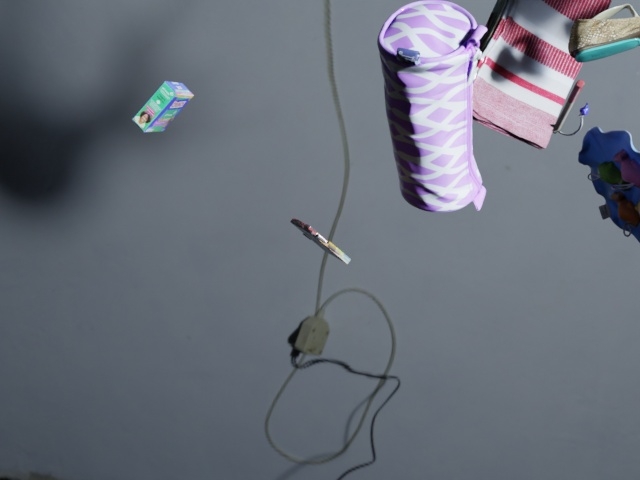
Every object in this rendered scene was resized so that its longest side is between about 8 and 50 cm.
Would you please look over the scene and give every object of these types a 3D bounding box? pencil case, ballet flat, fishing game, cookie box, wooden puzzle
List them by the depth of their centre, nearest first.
[{"bbox_3d":[0.104,-0.113,0.631,0.088,0.086,0.206,12,148,20],"label":"pencil case"},{"bbox_3d":[0.000,0.000,0.652,0.049,0.083,0.006,40,85,-29],"label":"wooden puzzle"},{"bbox_3d":[0.329,-0.038,0.747,0.041,0.189,0.264,-34,77,0],"label":"fishing game"},{"bbox_3d":[0.455,-0.305,0.996,0.206,0.073,0.067,-7,79,13],"label":"ballet flat"},{"bbox_3d":[-0.321,-0.273,1.451,0.040,0.092,0.107,45,105,2],"label":"cookie box"}]

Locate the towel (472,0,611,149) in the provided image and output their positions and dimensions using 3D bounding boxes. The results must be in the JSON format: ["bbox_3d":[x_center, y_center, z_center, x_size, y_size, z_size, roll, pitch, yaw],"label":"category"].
[{"bbox_3d":[0.363,-0.329,1.156,0.237,0.037,0.329,12,105,-37],"label":"towel"}]
